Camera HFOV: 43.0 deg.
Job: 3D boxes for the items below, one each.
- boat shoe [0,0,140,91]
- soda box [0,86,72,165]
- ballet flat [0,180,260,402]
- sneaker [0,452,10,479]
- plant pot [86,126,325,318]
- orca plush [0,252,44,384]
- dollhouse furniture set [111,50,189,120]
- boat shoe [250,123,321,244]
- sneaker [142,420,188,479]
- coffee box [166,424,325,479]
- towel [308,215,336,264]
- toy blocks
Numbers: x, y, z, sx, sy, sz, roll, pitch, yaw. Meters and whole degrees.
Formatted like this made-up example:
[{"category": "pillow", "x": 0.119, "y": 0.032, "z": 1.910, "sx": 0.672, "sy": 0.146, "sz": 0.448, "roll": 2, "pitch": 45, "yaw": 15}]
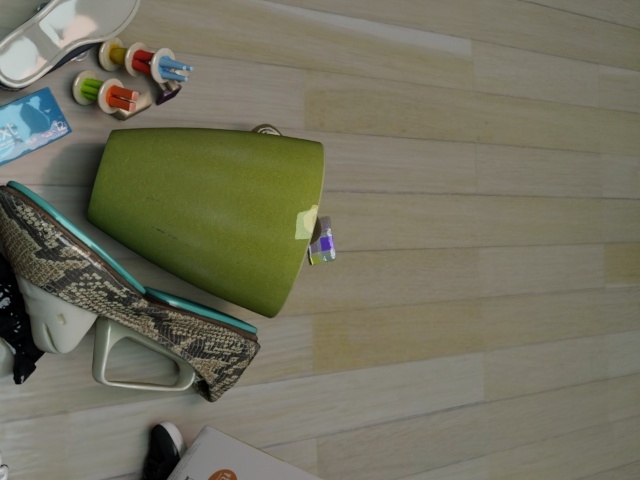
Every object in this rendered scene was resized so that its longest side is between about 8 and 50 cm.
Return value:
[{"category": "boat shoe", "x": -0.365, "y": -0.294, "z": 1.152, "sx": 0.254, "sy": 0.079, "sz": 0.095, "roll": -50, "pitch": 118, "yaw": -24}, {"category": "soda box", "x": -0.449, "y": -0.130, "z": 1.090, "sx": 0.210, "sy": 0.067, "sz": 0.071, "roll": -35, "pitch": 108, "yaw": -33}, {"category": "ballet flat", "x": -0.282, "y": 0.111, "z": 1.141, "sx": 0.483, "sy": 0.164, "sz": 0.182, "roll": 38, "pitch": 76, "yaw": -40}, {"category": "sneaker", "x": -0.489, "y": 0.252, "z": 1.015, "sx": 0.118, "sy": 0.110, "sz": 0.292, "roll": -34, "pitch": 102, "yaw": -47}, {"category": "plant pot", "x": -0.176, "y": -0.055, "z": 1.184, "sx": 0.294, "sy": 0.275, "sz": 0.274, "roll": 16, "pitch": 78, "yaw": -13}, {"category": "orca plush", "x": -0.454, "y": 0.065, "z": 1.058, "sx": 0.151, "sy": 0.102, "sz": 0.287, "roll": -33, "pitch": 108, "yaw": -33}, {"category": "dollhouse furniture set", "x": -0.274, "y": -0.245, "z": 1.227, "sx": 0.114, "sy": 0.091, "sz": 0.081, "roll": -35, "pitch": 94, "yaw": -29}, {"category": "boat shoe", "x": -0.068, "y": -0.094, "z": 1.375, "sx": 0.080, "sy": 0.073, "sz": 0.223, "roll": -29, "pitch": 111, "yaw": -8}, {"category": "sneaker", "x": -0.254, "y": 0.389, "z": 1.212, "sx": 0.121, "sy": 0.079, "sz": 0.216, "roll": -12, "pitch": 97, "yaw": -38}, {"category": "coffee box", "x": -0.063, "y": 0.524, "z": 1.137, "sx": 0.337, "sy": 0.335, "sz": 0.338, "roll": -56, "pitch": 139, "yaw": -24}, {"category": "towel", "x": 0.000, "y": 0.000, "z": 1.460, "sx": 0.060, "sy": 0.009, "sz": 0.083, "roll": -9, "pitch": 93, "yaw": -38}, {"category": "toy blocks", "x": -0.268, "y": -0.232, "z": 1.177, "sx": 0.123, "sy": 0.148, "sz": 0.054, "roll": -61, "pitch": 152, "yaw": -22}]
